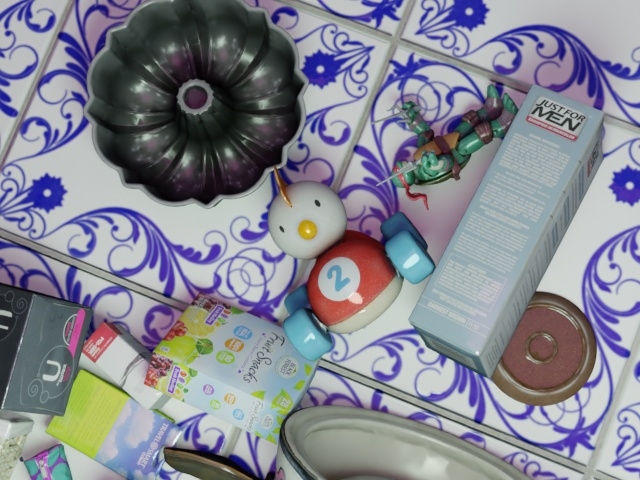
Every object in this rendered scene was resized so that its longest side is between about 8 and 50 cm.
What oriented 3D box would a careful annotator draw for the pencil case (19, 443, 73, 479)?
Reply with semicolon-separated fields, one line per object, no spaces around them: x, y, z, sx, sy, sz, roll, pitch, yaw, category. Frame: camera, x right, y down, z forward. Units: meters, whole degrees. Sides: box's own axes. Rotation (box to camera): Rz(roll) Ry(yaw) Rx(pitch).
-0.384;0.377;1.715;0.064;0.070;0.152;-19;82;0;pencil case

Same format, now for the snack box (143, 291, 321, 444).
-0.118;0.177;1.675;0.207;0.174;0.070;24;122;5;snack box

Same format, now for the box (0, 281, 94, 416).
-0.484;0.137;1.676;0.270;0.143;0.165;12;83;28;box

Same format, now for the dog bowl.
0.118;0.370;1.537;0.407;0.408;0.150;21;101;6;dog bowl

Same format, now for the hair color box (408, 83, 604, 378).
0.268;-0.008;1.656;0.113;0.185;0.375;26;81;18;hair color box

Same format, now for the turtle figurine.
0.174;-0.142;1.737;0.234;0.118;0.175;-29;40;-2;turtle figurine

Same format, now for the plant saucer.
0.321;0.157;1.724;0.168;0.029;0.169;-1;82;4;plant saucer

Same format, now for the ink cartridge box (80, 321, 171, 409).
-0.273;0.184;1.720;0.135;0.099;0.056;40;88;9;ink cartridge box

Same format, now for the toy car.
0.000;0.000;1.648;0.219;0.210;0.238;-38;102;9;toy car

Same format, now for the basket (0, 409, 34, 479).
-0.520;0.286;1.715;0.167;0.113;0.103;17;85;6;basket

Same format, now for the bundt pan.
-0.175;-0.199;1.758;0.330;0.124;0.331;-1;82;4;bundt pan

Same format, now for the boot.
-0.134;0.370;1.689;0.219;0.082;0.106;19;86;-3;boot

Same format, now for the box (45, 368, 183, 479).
-0.300;0.278;1.737;0.178;0.042;0.109;29;85;6;box
